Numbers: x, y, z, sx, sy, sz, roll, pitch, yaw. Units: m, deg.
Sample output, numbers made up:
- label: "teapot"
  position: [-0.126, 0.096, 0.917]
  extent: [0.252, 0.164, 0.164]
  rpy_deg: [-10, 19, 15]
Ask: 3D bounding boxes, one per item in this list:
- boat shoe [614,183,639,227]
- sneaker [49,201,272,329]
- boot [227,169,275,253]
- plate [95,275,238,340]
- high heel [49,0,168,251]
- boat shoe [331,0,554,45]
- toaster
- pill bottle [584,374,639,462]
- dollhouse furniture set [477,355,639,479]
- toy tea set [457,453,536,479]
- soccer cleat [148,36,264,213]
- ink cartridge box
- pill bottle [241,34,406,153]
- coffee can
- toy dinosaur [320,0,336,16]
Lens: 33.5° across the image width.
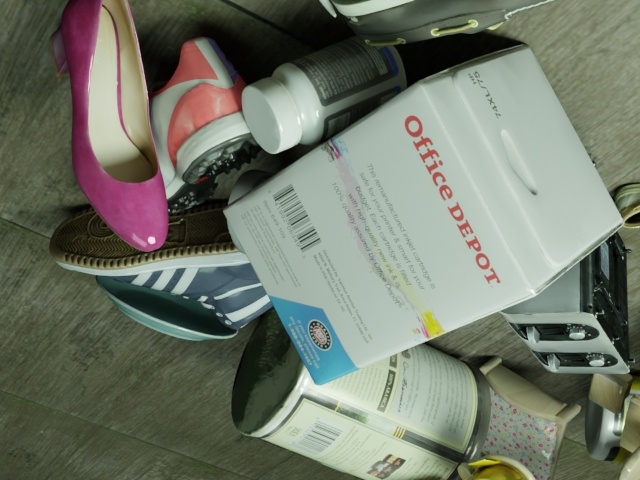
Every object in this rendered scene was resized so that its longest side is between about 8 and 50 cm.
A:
- label: "boat shoe"
  position: [0.376, -0.036, 1.106]
  extent: [0.135, 0.045, 0.050]
  rpy_deg: [-8, 142, 23]
- label: "sneaker"
  position: [-0.174, 0.034, 1.283]
  extent: [0.282, 0.099, 0.153]
  rpy_deg: [-3, 142, 12]
- label: "boot"
  position: [0.000, 0.000, 1.158]
  extent: [0.123, 0.095, 0.258]
  rpy_deg: [12, 168, 23]
- label: "plate"
  position: [-0.192, 0.085, 1.315]
  extent: [0.188, 0.188, 0.024]
  rpy_deg: [22, 99, -18]
- label: "high heel"
  position: [-0.179, -0.116, 0.982]
  extent: [0.082, 0.244, 0.117]
  rpy_deg: [-9, 167, -38]
- label: "boat shoe"
  position: [0.122, -0.211, 0.889]
  extent: [0.227, 0.081, 0.069]
  rpy_deg: [-2, 147, 28]
- label: "toaster"
  position: [0.263, 0.036, 1.135]
  extent: [0.110, 0.186, 0.168]
  rpy_deg: [-8, 150, 26]
- label: "pill bottle"
  position: [0.469, 0.247, 1.424]
  extent: [0.208, 0.119, 0.119]
  rpy_deg: [8, 145, 3]
- label: "dollhouse furniture set"
  position: [0.250, 0.266, 1.369]
  extent: [0.355, 0.174, 0.303]
  rpy_deg: [29, 132, 34]
- label: "toy tea set"
  position: [0.147, 0.393, 1.286]
  extent: [0.336, 0.124, 0.200]
  rpy_deg: [-32, 93, 44]
- label: "soccer cleat"
  position: [-0.156, -0.099, 1.106]
  extent: [0.108, 0.116, 0.318]
  rpy_deg: [-19, 174, -32]
- label: "ink cartridge box"
  position: [0.094, -0.022, 0.994]
  extent: [0.270, 0.197, 0.198]
  rpy_deg: [-29, 88, 42]
- label: "pill bottle"
  position: [0.003, -0.133, 0.965]
  extent: [0.137, 0.078, 0.078]
  rpy_deg: [-25, 154, -24]
- label: "coffee can"
  position: [0.052, 0.203, 1.382]
  extent: [0.275, 0.201, 0.201]
  rpy_deg: [27, 142, -23]
- label: "toy dinosaur"
  position: [-0.112, -0.274, 0.777]
  extent: [0.313, 0.160, 0.121]
  rpy_deg: [5, 145, 3]
